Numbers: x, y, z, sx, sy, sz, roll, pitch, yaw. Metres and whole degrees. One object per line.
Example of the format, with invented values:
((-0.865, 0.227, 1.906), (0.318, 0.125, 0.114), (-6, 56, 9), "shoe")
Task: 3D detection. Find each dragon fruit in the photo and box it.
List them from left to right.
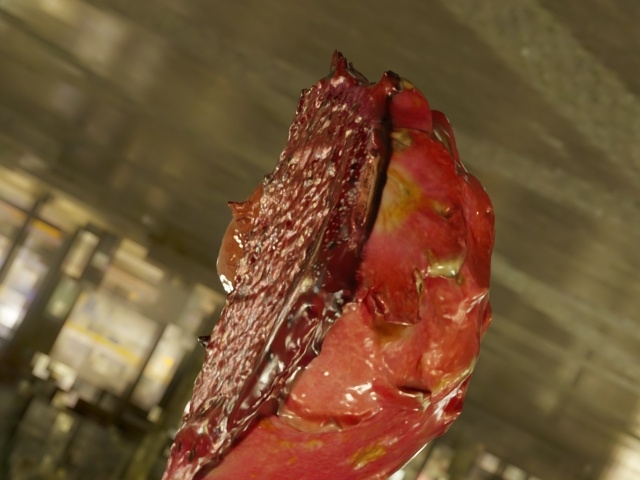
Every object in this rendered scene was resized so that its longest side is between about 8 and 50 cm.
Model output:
((0.025, 0.029, 1.037), (0.163, 0.262, 0.189), (2, 156, 37), "dragon fruit")

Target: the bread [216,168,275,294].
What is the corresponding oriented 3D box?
((0.000, 0.000, 1.449), (0.073, 0.160, 0.160), (48, -174, 28), "bread")
